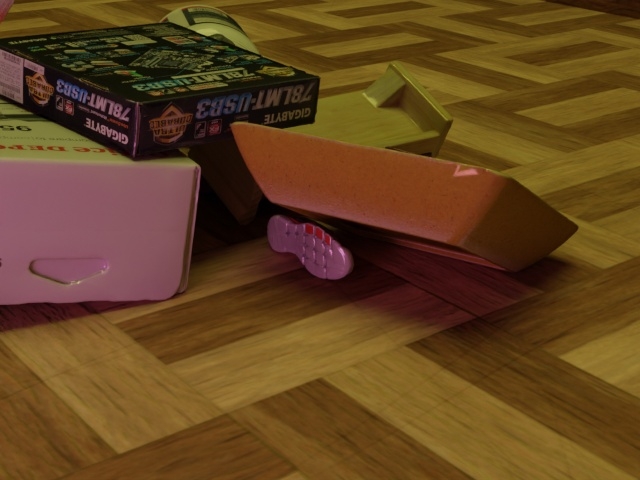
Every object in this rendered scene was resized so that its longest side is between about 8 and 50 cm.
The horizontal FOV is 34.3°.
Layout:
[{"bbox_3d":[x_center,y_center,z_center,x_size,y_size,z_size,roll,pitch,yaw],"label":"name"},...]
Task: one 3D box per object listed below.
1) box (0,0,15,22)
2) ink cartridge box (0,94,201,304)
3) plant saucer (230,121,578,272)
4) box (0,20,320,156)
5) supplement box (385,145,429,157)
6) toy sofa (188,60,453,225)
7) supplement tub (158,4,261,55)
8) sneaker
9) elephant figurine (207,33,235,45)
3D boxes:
[{"bbox_3d":[-0.637,-0.340,1.712,0.154,0.300,0.142,33,12,-23],"label":"box"},{"bbox_3d":[-0.352,-0.074,1.253,0.285,0.166,0.395,-1,21,-31],"label":"ink cartridge box"},{"bbox_3d":[0.100,-0.039,1.214,0.333,0.081,0.333,13,-3,28],"label":"plant saucer"},{"bbox_3d":[-0.204,-0.196,1.281,0.293,0.073,0.295,27,30,35],"label":"box"},{"bbox_3d":[0.120,-0.091,1.369,0.083,0.043,0.055,16,-3,4],"label":"supplement box"},{"bbox_3d":[0.000,-0.126,1.503,0.362,0.177,0.150,-16,53,-35],"label":"toy sofa"},{"bbox_3d":[-0.198,-0.292,1.789,0.191,0.191,0.272,-4,23,-11],"label":"supplement tub"},{"bbox_3d":[0.000,0.000,1.276,0.065,0.061,0.158,-7,24,-37],"label":"sneaker"},{"bbox_3d":[-0.098,-0.201,1.595,0.239,0.169,0.186,28,48,-10],"label":"elephant figurine"}]
